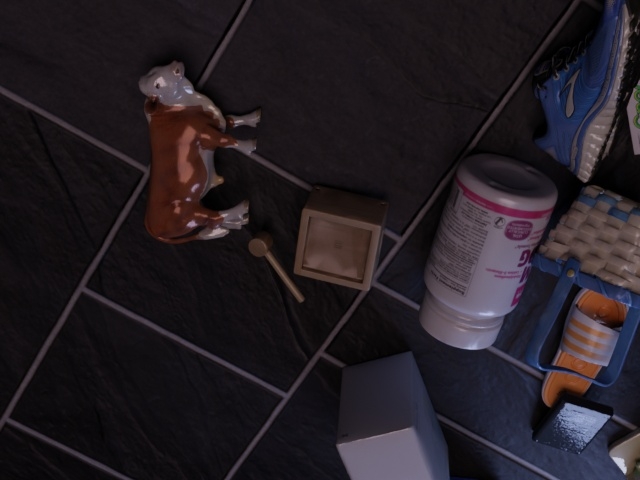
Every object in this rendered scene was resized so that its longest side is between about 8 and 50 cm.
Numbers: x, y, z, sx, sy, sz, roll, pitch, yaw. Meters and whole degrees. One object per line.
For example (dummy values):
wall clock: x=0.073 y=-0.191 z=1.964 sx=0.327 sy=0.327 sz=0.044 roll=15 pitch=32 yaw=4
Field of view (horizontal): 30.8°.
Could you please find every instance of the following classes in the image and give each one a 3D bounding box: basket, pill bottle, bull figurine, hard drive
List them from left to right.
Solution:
bull figurine: x=-0.195 y=-0.136 z=1.816 sx=0.188 sy=0.101 sz=0.310 roll=7 pitch=118 yaw=-2
pill bottle: x=0.256 y=0.020 z=1.836 sx=0.160 sy=0.160 sz=0.283 roll=13 pitch=118 yaw=-3
hard drive: x=0.441 y=0.323 z=2.037 sx=0.094 sy=0.022 sz=0.135 roll=17 pitch=136 yaw=-5
basket: x=0.440 y=0.079 z=1.791 sx=0.254 sy=0.201 sz=0.289 roll=20 pitch=91 yaw=-49

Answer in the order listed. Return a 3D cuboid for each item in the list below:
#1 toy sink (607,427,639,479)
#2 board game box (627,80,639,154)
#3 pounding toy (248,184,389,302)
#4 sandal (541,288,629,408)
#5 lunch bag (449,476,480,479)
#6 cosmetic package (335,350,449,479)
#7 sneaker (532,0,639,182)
toy sink: x=0.639 y=0.444 z=2.050 sx=0.153 sy=0.131 sz=0.234 roll=-33 pitch=110 yaw=18
board game box: x=0.535 y=-0.281 z=1.698 sx=0.193 sy=0.053 sz=0.305 roll=-6 pitch=118 yaw=23
pounding toy: x=-0.007 y=0.006 z=1.890 sx=0.206 sy=0.094 sz=0.181 roll=13 pitch=123 yaw=7
sandal: x=0.452 y=0.197 z=1.963 sx=0.102 sy=0.076 sz=0.265 roll=14 pitch=118 yaw=-4
lunch bag: x=0.253 y=0.496 z=2.104 sx=0.151 sy=0.129 sz=0.096 roll=21 pitch=117 yaw=-8
cosmetic package: x=0.128 y=0.350 z=1.980 sx=0.138 sy=0.224 sz=0.225 roll=-17 pitch=116 yaw=13
sneaker: x=0.380 y=-0.238 z=1.685 sx=0.147 sy=0.130 sz=0.330 roll=28 pitch=135 yaw=18
